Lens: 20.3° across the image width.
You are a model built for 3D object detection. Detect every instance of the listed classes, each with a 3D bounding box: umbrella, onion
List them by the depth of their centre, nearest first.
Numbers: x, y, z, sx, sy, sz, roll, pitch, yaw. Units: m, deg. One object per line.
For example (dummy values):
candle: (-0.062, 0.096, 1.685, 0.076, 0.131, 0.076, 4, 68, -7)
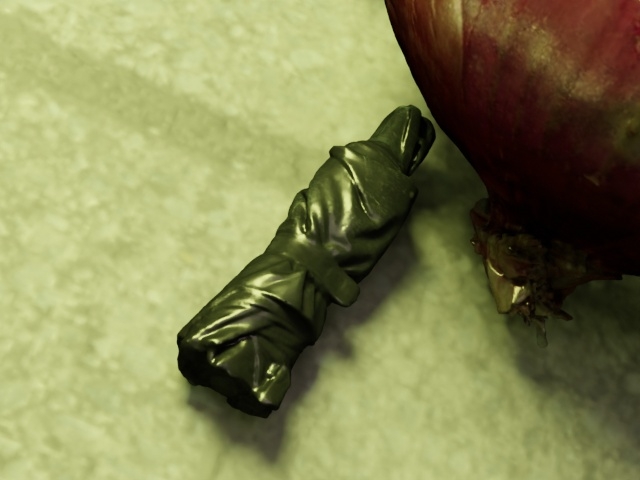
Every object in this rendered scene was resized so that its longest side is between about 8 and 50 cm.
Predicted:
umbrella: (0.000, 0.000, 1.015, 0.066, 0.059, 0.236, 44, 54, -12)
onion: (0.172, -0.078, 1.029, 0.347, 0.285, 0.347, 30, 12, -7)
